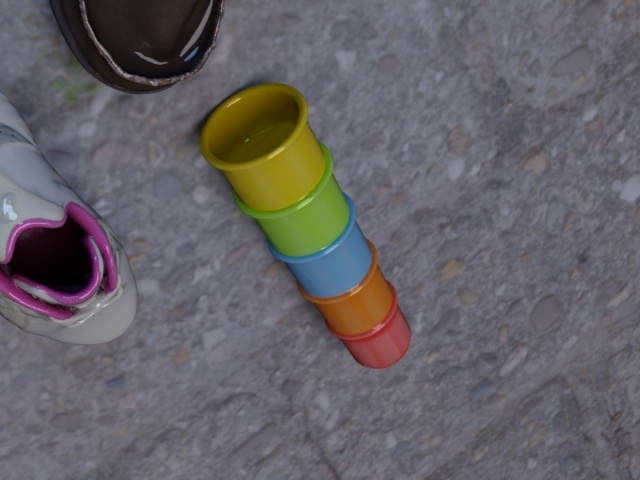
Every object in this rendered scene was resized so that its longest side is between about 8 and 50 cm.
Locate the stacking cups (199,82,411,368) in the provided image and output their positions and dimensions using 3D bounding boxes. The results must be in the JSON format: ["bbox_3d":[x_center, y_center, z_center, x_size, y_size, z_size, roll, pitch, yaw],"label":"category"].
[{"bbox_3d":[0.000,0.000,1.055,0.096,0.096,0.316,-39,137,-8],"label":"stacking cups"}]

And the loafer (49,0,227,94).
[{"bbox_3d":[-0.104,-0.261,0.785,0.134,0.130,0.365,-10,122,-30],"label":"loafer"}]

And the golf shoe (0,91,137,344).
[{"bbox_3d":[-0.195,0.022,0.854,0.115,0.140,0.306,-41,151,-8],"label":"golf shoe"}]
